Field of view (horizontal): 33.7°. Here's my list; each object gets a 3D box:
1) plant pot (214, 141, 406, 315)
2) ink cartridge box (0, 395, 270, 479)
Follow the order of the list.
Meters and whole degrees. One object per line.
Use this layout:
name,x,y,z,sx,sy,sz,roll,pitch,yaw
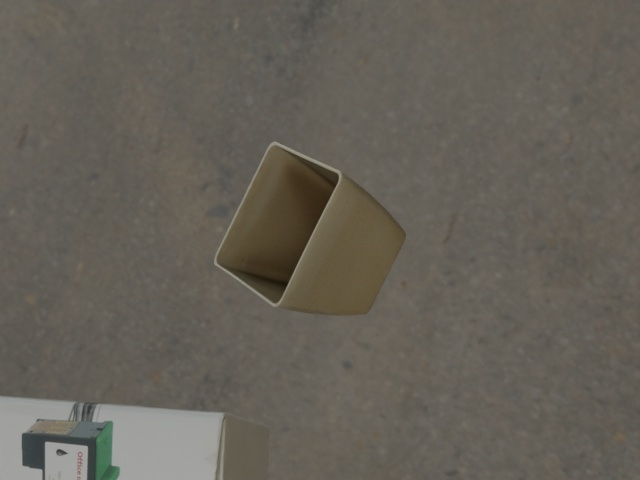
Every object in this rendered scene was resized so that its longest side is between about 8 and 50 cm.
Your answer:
plant pot,0.000,0.000,0.824,0.109,0.096,0.109,30,95,54
ink cartridge box,-0.154,0.159,0.724,0.219,0.160,0.093,2,78,8
